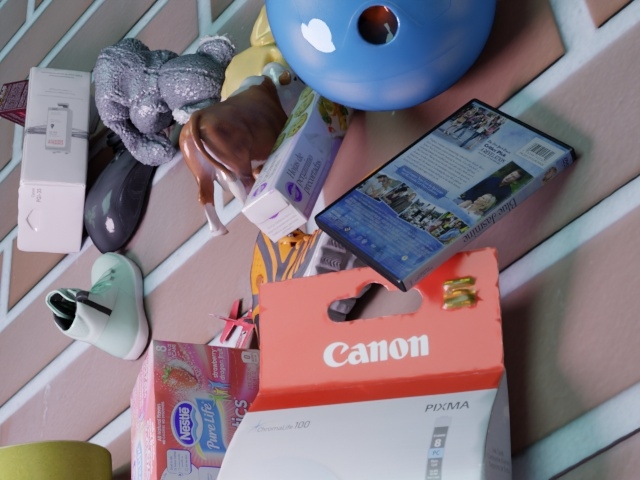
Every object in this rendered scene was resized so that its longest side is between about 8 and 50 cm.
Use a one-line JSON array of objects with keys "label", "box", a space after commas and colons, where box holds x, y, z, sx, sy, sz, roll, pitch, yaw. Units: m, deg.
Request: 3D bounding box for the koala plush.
[{"label": "koala plush", "box": [-0.237, -0.247, 2.048, 0.221, 0.203, 0.196, 1, 62, 38]}]

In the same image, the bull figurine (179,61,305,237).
[{"label": "bull figurine", "box": [-0.093, -0.132, 1.709, 0.101, 0.310, 0.188, -13, 101, 29]}]

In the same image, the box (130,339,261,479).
[{"label": "box", "box": [-0.151, 0.287, 1.556, 0.142, 0.154, 0.300, 117, 154, -44]}]

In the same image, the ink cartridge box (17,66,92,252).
[{"label": "ink cartridge box", "box": [-0.486, -0.144, 2.299, 0.207, 0.117, 0.283, 108, 161, -50]}]

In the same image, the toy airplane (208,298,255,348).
[{"label": "toy airplane", "box": [-0.109, 0.117, 1.757, 0.151, 0.028, 0.151, -33, 43, 37]}]

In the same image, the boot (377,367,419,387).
[{"label": "boot", "box": [0.047, 0.163, 1.467, 0.244, 0.088, 0.176, -40, 37, 35]}]

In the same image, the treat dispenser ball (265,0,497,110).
[{"label": "treat dispenser ball", "box": [0.075, -0.304, 1.554, 0.288, 0.288, 0.288, -32, 45, 39]}]

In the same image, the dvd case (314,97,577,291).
[{"label": "dvd case", "box": [0.137, -0.058, 1.414, 0.253, 0.022, 0.180, -37, 39, -13]}]

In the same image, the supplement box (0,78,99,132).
[{"label": "supplement box", "box": [-0.550, -0.267, 2.522, 0.239, 0.130, 0.073, 2, 71, 53]}]

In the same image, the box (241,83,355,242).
[{"label": "box", "box": [-0.018, -0.123, 1.651, 0.067, 0.063, 0.324, -33, 21, 35]}]

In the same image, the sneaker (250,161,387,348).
[{"label": "sneaker", "box": [0.000, 0.000, 1.599, 0.321, 0.124, 0.180, -52, 36, 18]}]

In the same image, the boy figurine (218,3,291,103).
[{"label": "boy figurine", "box": [-0.093, -0.231, 1.909, 0.177, 0.092, 0.285, -8, 61, 48]}]

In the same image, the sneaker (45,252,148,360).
[{"label": "sneaker", "box": [-0.370, 0.080, 2.027, 0.094, 0.151, 0.256, -54, 33, 18]}]

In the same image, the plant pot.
[{"label": "plant pot", "box": [-0.406, 0.466, 1.757, 0.274, 0.274, 0.294, -35, 59, 37]}]

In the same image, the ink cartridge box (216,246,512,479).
[{"label": "ink cartridge box", "box": [0.040, 0.201, 1.306, 0.308, 0.091, 0.385, -10, 70, 28]}]

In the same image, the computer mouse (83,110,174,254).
[{"label": "computer mouse", "box": [-0.358, -0.107, 2.196, 0.188, 0.072, 0.272, -18, 52, 46]}]
